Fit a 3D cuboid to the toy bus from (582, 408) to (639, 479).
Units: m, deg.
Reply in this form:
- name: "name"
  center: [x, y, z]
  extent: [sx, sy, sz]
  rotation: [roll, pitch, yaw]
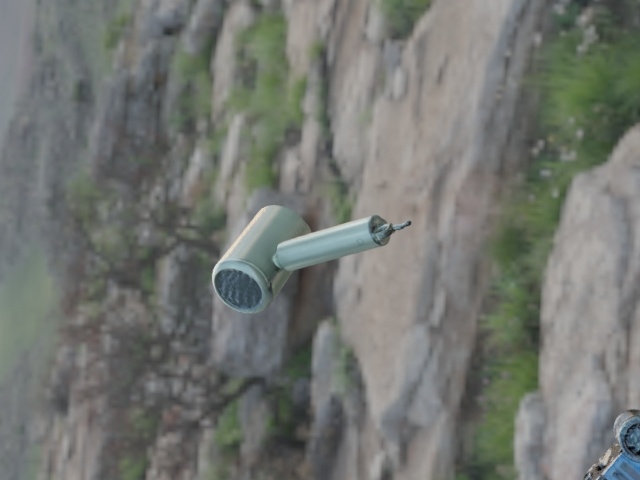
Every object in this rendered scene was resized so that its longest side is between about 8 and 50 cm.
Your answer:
- name: "toy bus"
  center: [0.301, 0.152, 1.190]
  extent: [0.185, 0.106, 0.090]
  rotation: [-50, -5, 5]

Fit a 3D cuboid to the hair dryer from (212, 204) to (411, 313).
- name: "hair dryer"
  center: [0.000, 0.000, 0.834]
  extent: [0.124, 0.038, 0.063]
  rotation: [-17, 26, 36]
